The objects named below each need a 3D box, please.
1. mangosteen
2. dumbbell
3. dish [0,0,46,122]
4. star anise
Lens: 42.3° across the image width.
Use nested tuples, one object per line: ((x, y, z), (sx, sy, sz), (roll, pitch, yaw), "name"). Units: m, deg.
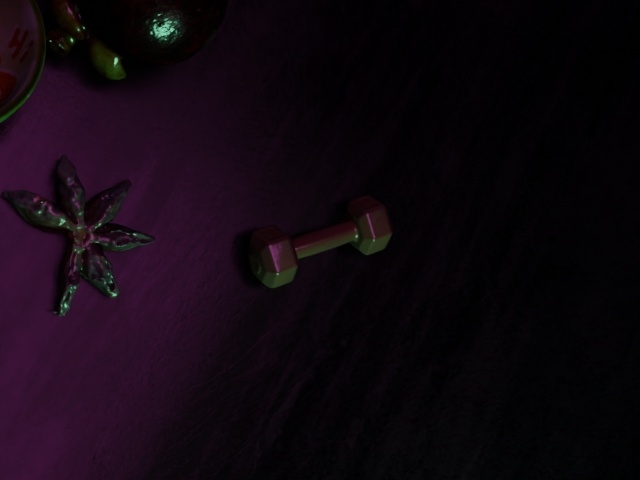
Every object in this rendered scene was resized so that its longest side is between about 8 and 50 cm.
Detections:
((-0.252, -0.327, 1.096), (0.265, 0.228, 0.228), (-31, 103, 7), "mangosteen")
((0.000, 0.000, 1.269), (0.230, 0.092, 0.082), (-18, 123, -25), "dumbbell")
((-0.510, -0.241, 0.994), (0.324, 0.124, 0.324), (16, 60, -28), "dish")
((-0.316, -0.018, 1.126), (0.171, 0.063, 0.208), (-24, 98, -26), "star anise")
